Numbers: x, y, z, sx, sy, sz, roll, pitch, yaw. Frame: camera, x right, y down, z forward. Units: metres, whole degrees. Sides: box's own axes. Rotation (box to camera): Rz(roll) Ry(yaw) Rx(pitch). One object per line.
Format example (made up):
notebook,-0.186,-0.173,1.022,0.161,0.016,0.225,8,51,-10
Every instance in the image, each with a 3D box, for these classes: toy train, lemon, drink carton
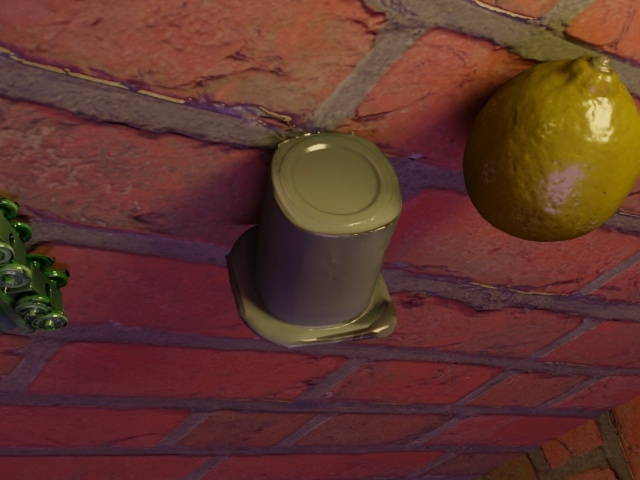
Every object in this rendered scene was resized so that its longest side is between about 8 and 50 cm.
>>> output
toy train,-0.369,0.036,1.023,0.119,0.085,0.251,-8,149,0
lemon,0.248,-0.094,0.961,0.184,0.184,0.248,-8,151,-11
drink carton,0.000,0.000,1.018,0.191,0.185,0.189,-4,147,-14
